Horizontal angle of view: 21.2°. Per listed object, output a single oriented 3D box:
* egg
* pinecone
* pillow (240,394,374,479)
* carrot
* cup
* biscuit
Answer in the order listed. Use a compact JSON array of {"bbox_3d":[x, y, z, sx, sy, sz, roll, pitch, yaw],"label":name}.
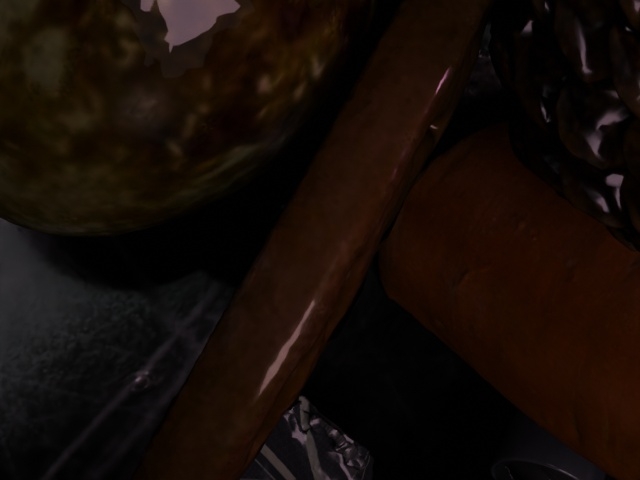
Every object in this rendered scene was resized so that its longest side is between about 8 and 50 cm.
[{"bbox_3d":[-0.098,-0.126,0.903,0.238,0.238,0.289,24,112,-26],"label":"egg"},{"bbox_3d":[0.199,-0.105,0.907,0.243,0.257,0.244,-5,98,-43],"label":"pinecone"},{"bbox_3d":[-0.094,0.250,1.144,0.335,0.092,0.161,-41,115,0],"label":"pillow"},{"bbox_3d":[0.218,0.053,1.066,0.214,0.331,0.193,-19,128,-31],"label":"carrot"},{"bbox_3d":[0.160,0.141,1.195,0.078,0.100,0.077,33,61,-18],"label":"cup"},{"bbox_3d":[0.001,0.001,0.963,0.063,0.314,0.367,28,71,0],"label":"biscuit"}]
